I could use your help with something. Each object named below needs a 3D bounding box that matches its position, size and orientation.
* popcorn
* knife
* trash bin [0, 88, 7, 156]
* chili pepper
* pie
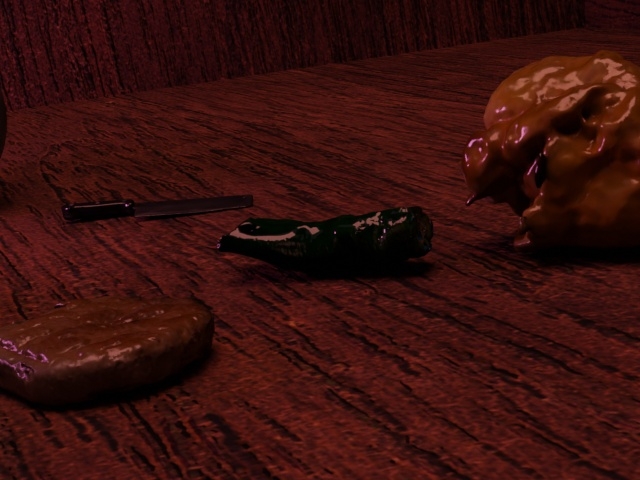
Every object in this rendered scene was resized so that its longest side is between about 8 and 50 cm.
[{"bbox_3d":[0.256,-0.086,1.294,0.254,0.190,0.191,-7,4,12],"label":"popcorn"},{"bbox_3d":[-0.208,-0.041,1.713,0.245,0.019,0.072,-5,14,-1],"label":"knife"},{"bbox_3d":[-0.619,-0.177,1.965,0.280,0.280,0.432,-11,10,-20],"label":"trash bin"},{"bbox_3d":[0.000,0.002,1.317,0.224,0.061,0.098,-5,-1,22],"label":"chili pepper"},{"bbox_3d":[-0.175,0.082,1.088,0.195,0.046,0.195,-8,14,2],"label":"pie"}]
